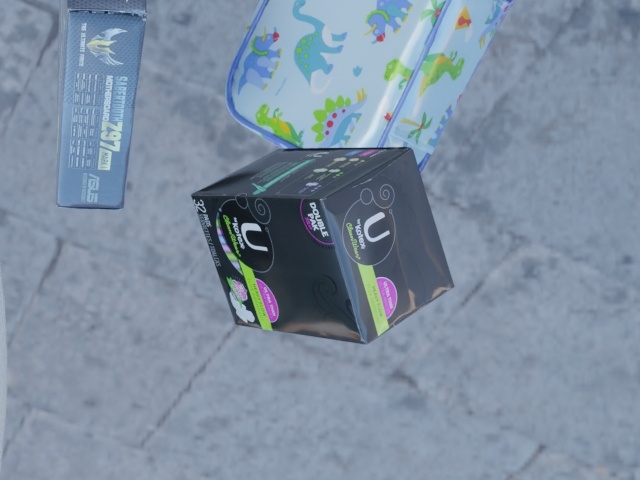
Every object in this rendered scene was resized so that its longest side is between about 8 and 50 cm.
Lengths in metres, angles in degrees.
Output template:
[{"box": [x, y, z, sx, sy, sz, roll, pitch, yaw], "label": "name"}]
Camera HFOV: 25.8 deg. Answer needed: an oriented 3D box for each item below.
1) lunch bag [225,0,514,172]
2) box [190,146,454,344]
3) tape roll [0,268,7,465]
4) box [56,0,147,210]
[{"box": [0.034, -0.160, 1.050, 0.176, 0.219, 0.090, 28, -175, 33], "label": "lunch bag"}, {"box": [0.000, 0.000, 0.549, 0.083, 0.052, 0.062, 4, 118, 49], "label": "box"}, {"box": [-0.222, -0.012, 0.394, 0.072, 0.392, 0.392, -15, 132, 16], "label": "tape roll"}, {"box": [-0.168, -0.161, 1.056, 0.059, 0.183, 0.232, 2, 145, -11], "label": "box"}]
